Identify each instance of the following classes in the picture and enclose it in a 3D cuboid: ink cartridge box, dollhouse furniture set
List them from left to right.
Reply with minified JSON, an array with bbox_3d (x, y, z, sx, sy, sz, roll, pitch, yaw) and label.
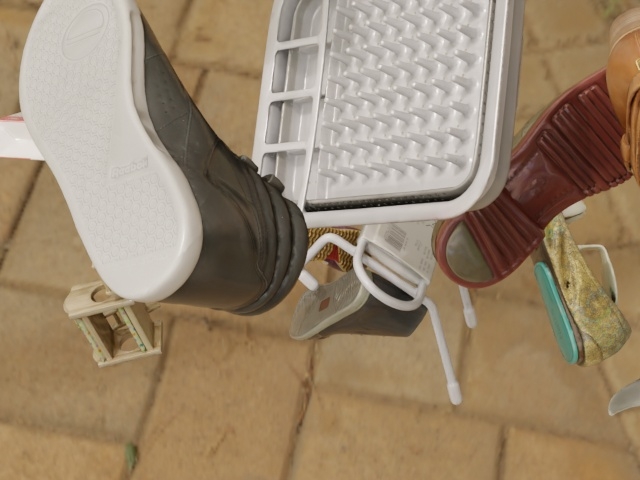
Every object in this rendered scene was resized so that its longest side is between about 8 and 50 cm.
[{"bbox_3d":[-0.444,-0.183,2.044,0.115,0.067,0.198,4,14,12],"label":"ink cartridge box"},{"bbox_3d":[-0.291,0.049,1.664,0.101,0.182,0.161,-14,42,7],"label":"dollhouse furniture set"}]

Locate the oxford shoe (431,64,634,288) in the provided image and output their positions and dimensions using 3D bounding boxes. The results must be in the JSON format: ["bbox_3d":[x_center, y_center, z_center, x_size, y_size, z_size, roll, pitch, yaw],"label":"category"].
[{"bbox_3d":[0.253,-0.095,1.363,0.348,0.130,0.123,-38,105,1],"label":"oxford shoe"}]

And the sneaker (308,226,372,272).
[{"bbox_3d":[0.000,0.000,1.744,0.084,0.185,0.070,23,92,39],"label":"sneaker"}]

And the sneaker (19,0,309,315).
[{"bbox_3d":[-0.106,-0.061,0.833,0.104,0.147,0.296,-39,53,19],"label":"sneaker"}]

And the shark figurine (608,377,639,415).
[{"bbox_3d":[0.497,0.228,1.592,0.166,0.116,0.278,-29,71,-19],"label":"shark figurine"}]

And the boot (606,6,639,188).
[{"bbox_3d":[0.332,-0.055,1.085,0.109,0.283,0.220,-16,28,16],"label":"boot"}]

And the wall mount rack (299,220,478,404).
[{"bbox_3d":[0.127,0.053,1.748,0.304,0.130,0.350,36,31,-7],"label":"wall mount rack"}]

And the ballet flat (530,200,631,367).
[{"bbox_3d":[0.339,0.005,1.735,0.123,0.123,0.349,-20,81,-17],"label":"ballet flat"}]

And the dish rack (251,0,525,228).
[{"bbox_3d":[0.069,-0.147,1.188,0.072,0.332,0.286,14,79,-39],"label":"dish rack"}]

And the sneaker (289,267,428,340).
[{"bbox_3d":[0.048,0.110,1.714,0.118,0.222,0.083,24,65,-23],"label":"sneaker"}]
